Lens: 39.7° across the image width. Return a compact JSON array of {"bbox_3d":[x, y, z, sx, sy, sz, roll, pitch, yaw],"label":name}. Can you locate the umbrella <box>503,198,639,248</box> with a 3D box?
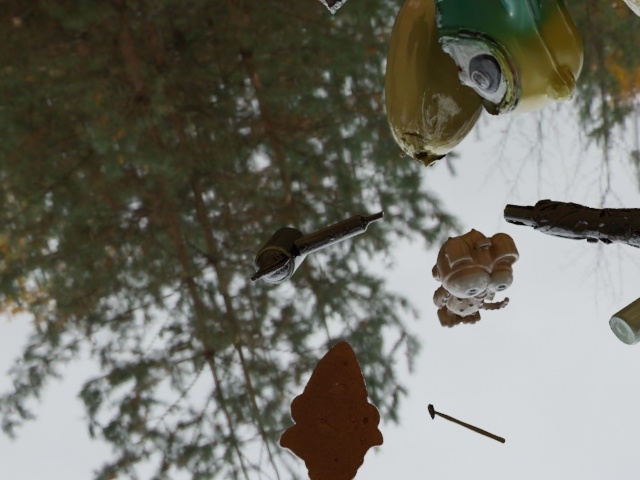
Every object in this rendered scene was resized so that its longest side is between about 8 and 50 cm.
[{"bbox_3d":[0.407,-0.033,1.401,0.236,0.066,0.059,10,175,22],"label":"umbrella"}]

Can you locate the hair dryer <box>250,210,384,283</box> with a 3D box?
[{"bbox_3d":[0.000,0.000,1.621,0.248,0.078,0.195,-24,-171,13],"label":"hair dryer"}]

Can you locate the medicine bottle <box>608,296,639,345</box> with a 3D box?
[{"bbox_3d":[0.420,0.097,1.147,0.083,0.047,0.047,-28,-152,-17],"label":"medicine bottle"}]

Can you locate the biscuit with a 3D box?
[{"bbox_3d":[0.022,0.316,1.550,0.183,0.280,0.043,7,162,-7],"label":"biscuit"}]

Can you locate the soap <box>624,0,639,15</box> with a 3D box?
[{"bbox_3d":[0.713,-0.458,1.680,0.306,0.115,0.427,28,-171,34],"label":"soap"}]

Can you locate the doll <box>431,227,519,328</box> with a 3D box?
[{"bbox_3d":[0.285,0.079,1.662,0.154,0.278,0.119,-13,-122,-1],"label":"doll"}]

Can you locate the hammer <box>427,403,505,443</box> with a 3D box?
[{"bbox_3d":[0.342,0.434,2.067,0.199,0.013,0.062,23,-164,-6],"label":"hammer"}]

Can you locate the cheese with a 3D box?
[{"bbox_3d":[0.224,-0.298,1.723,0.260,0.315,0.128,12,175,-36],"label":"cheese"}]

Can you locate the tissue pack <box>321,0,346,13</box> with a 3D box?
[{"bbox_3d":[0.046,-0.491,1.357,0.235,0.173,0.073,-44,178,8],"label":"tissue pack"}]

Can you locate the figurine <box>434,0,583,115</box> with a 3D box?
[{"bbox_3d":[0.299,-0.365,1.449,0.231,0.340,0.323,-34,-172,0],"label":"figurine"}]
